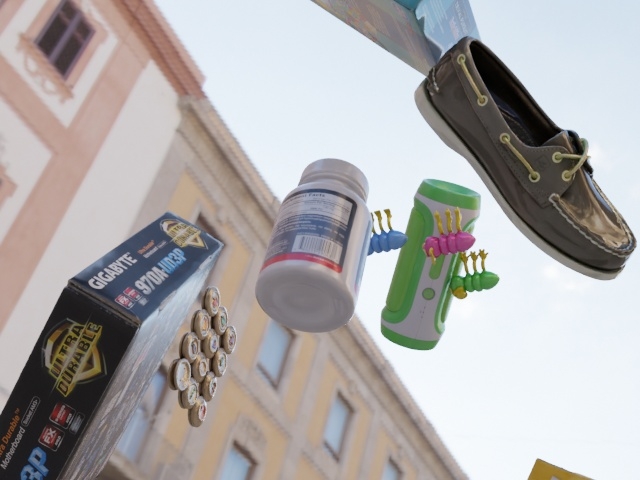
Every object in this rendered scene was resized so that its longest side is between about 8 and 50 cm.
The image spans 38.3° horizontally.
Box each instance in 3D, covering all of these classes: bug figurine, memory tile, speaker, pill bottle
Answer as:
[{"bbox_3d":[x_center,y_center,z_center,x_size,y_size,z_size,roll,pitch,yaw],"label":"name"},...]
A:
[{"bbox_3d":[0.187,0.050,1.596,0.216,0.072,0.279,-16,-46,22],"label":"bug figurine"},{"bbox_3d":[-0.137,0.137,1.095,0.012,0.148,0.113,2,-45,19],"label":"memory tile"},{"bbox_3d":[0.198,0.044,1.670,0.131,0.131,0.296,15,-76,3],"label":"speaker"},{"bbox_3d":[0.000,0.000,1.003,0.108,0.180,0.108,9,-42,8],"label":"pill bottle"}]

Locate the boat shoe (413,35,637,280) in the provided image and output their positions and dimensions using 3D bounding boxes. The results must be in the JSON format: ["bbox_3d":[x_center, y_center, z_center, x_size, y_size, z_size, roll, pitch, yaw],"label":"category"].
[{"bbox_3d":[0.229,-0.089,0.989,0.305,0.109,0.091,48,-46,12],"label":"boat shoe"}]

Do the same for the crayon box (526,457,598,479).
[{"bbox_3d":[0.308,0.362,0.906,0.083,0.203,0.323,35,-13,-29],"label":"crayon box"}]

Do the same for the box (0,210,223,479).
[{"bbox_3d":[-0.153,0.101,0.601,0.051,0.175,0.220,31,-72,1],"label":"box"}]

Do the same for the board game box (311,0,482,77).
[{"bbox_3d":[0.030,-0.341,1.128,0.336,0.079,0.254,38,1,20],"label":"board game box"}]
